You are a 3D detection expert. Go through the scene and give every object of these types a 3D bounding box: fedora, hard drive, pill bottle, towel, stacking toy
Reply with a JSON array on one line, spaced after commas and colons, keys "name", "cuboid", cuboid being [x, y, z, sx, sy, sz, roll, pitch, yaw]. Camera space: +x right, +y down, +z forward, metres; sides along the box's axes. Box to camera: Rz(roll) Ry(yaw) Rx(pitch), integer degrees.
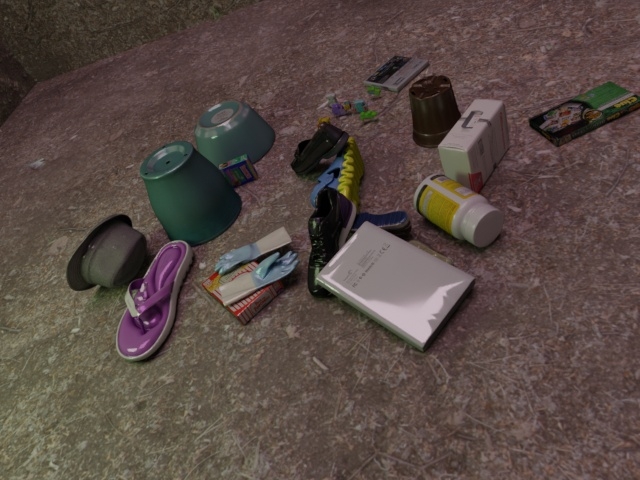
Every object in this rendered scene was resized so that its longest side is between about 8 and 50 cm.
[{"name": "fedora", "cuboid": [-0.626, 0.054, 1.586, 0.124, 0.244, 0.275, 23, 46, 7]}, {"name": "hard drive", "cuboid": [0.168, 0.094, 1.203, 0.307, 0.040, 0.203, 31, 68, 32]}, {"name": "pill bottle", "cuboid": [0.338, -0.074, 1.283, 0.119, 0.119, 0.208, -35, 42, -11]}, {"name": "towel", "cuboid": [0.238, 0.057, 1.266, 0.110, 0.027, 0.148, -41, 43, -15]}, {"name": "stacking toy", "cuboid": [0.106, -0.473, 1.868, 0.221, 0.052, 0.167, -4, 47, 20]}]

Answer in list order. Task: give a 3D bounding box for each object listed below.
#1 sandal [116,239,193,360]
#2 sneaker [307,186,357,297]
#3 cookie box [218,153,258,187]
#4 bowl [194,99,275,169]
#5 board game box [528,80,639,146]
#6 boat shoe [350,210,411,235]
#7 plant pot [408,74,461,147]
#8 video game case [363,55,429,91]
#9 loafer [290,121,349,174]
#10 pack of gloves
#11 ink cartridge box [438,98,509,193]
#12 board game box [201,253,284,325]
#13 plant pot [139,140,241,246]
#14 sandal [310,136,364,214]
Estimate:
[{"name": "sandal", "cuboid": [-0.486, 0.146, 1.473, 0.169, 0.102, 0.416, -10, 43, 17]}, {"name": "sneaker", "cuboid": [0.000, 0.000, 1.325, 0.107, 0.124, 0.284, -2, 65, 35]}, {"name": "cookie box", "cuboid": [-0.280, -0.235, 1.775, 0.107, 0.092, 0.040, -21, 44, 5]}, {"name": "bowl", "cuboid": [-0.341, -0.402, 1.926, 0.311, 0.163, 0.312, -15, 42, 14]}, {"name": "board game box", "cuboid": [0.735, -0.355, 1.447, 0.259, 0.030, 0.136, -25, 39, 1]}, {"name": "boat shoe", "cuboid": [0.151, -0.031, 1.368, 0.183, 0.066, 0.066, -1, 50, 35]}, {"name": "plant pot", "cuboid": [0.346, -0.399, 1.581, 0.166, 0.165, 0.167, -14, 41, 13]}, {"name": "video game case", "cuboid": [0.285, -0.631, 1.960, 0.190, 0.022, 0.173, -44, 45, -19]}, {"name": "loafer", "cuboid": [-0.023, -0.290, 1.604, 0.302, 0.095, 0.109, -17, 39, 60]}, {"name": "pack of gloves", "cuboid": [-0.179, 0.051, 1.394, 0.232, 0.046, 0.195, -26, 41, -5]}, {"name": "ink cartridge box", "cuboid": [0.417, -0.253, 1.397, 0.092, 0.159, 0.218, 19, 57, 39]}, {"name": "board game box", "cuboid": [-0.211, 0.124, 1.403, 0.146, 0.045, 0.193, -42, 44, -19]}, {"name": "plant pot", "cuboid": [-0.425, -0.164, 1.650, 0.271, 0.255, 0.272, -14, 42, 13]}, {"name": "sandal", "cuboid": [0.050, -0.192, 1.550, 0.138, 0.126, 0.317, -9, 42, 23]}]
